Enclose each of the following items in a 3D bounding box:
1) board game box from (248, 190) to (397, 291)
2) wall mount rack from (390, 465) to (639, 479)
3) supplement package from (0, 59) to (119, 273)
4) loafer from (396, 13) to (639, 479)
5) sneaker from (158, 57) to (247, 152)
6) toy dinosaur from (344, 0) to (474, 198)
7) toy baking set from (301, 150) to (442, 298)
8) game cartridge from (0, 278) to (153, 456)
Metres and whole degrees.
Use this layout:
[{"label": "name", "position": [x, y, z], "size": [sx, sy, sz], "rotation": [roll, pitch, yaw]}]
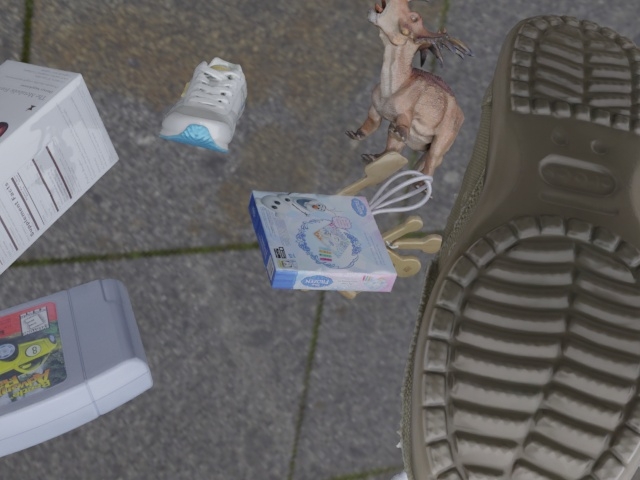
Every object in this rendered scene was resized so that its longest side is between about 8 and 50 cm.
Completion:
[{"label": "board game box", "position": [0.000, 0.000, 0.849], "size": [0.090, 0.090, 0.020], "rotation": [2, 129, -18]}, {"label": "wall mount rack", "position": [0.213, 0.170, 1.099], "size": [0.350, 0.130, 0.304], "rotation": [40, 52, -17]}, {"label": "supplement package", "position": [-0.380, -0.083, 1.383], "size": [0.244, 0.139, 0.134], "rotation": [-51, 139, -33]}, {"label": "loafer", "position": [0.096, 0.020, 0.515], "size": [0.092, 0.102, 0.268], "rotation": [99, 8, -55]}, {"label": "sneaker", "position": [-0.136, -0.163, 1.409], "size": [0.087, 0.229, 0.092], "rotation": [15, 106, -4]}, {"label": "toy dinosaur", "position": [0.144, -0.192, 1.642], "size": [0.200, 0.127, 0.296], "rotation": [-55, 145, -13]}, {"label": "toy baking set", "position": [0.047, -0.018, 1.431], "size": [0.196, 0.030, 0.256], "rotation": [-14, 141, 3]}, {"label": "game cartridge", "position": [-0.328, 0.143, 1.220], "size": [0.294, 0.196, 0.060], "rotation": [-19, 126, -9]}]
